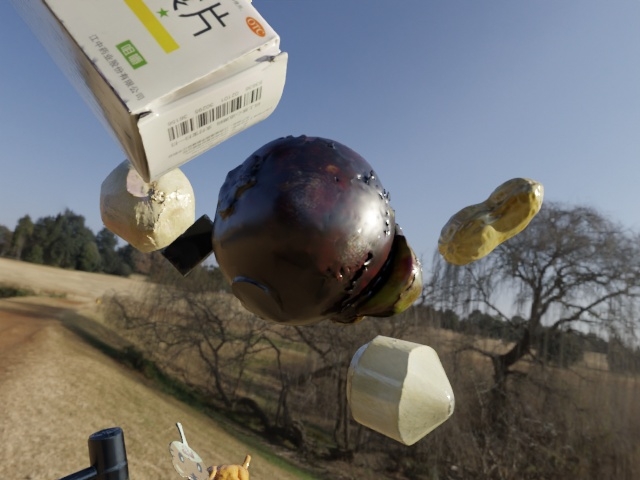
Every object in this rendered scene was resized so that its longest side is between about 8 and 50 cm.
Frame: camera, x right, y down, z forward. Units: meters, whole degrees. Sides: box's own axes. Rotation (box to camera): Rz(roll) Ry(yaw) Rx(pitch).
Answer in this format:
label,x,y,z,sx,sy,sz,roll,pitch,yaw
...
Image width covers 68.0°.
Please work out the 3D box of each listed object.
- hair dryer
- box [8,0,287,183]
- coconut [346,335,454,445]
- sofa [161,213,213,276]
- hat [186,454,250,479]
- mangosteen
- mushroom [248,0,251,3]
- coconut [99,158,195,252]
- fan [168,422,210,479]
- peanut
label,x,y,z,sx,sy,sz,roll,pitch,yaw
hair dryer,-0.495,0.469,0.945,0.071,0.125,0.219,-16,-6,42
box,-0.206,-0.244,0.514,0.333,0.173,0.145,51,-21,8
coconut,0.170,0.306,0.980,0.221,0.202,0.202,11,-7,35
sofa,-0.311,0.013,1.176,0.085,0.147,0.060,45,-12,-3
hat,-0.255,0.675,1.311,0.233,0.244,0.233,26,29,13
mangosteen,-0.015,0.006,0.937,0.421,0.381,0.381,52,-21,-9
mushroom,-0.272,-0.534,0.989,0.195,0.254,0.189,12,4,27
coconut,-0.551,-0.123,1.519,0.296,0.298,0.255,9,-24,0
fan,-0.352,0.559,1.251,0.152,0.008,0.226,50,-6,-33
peanut,0.442,-0.050,1.235,0.305,0.147,0.147,-32,-20,9
